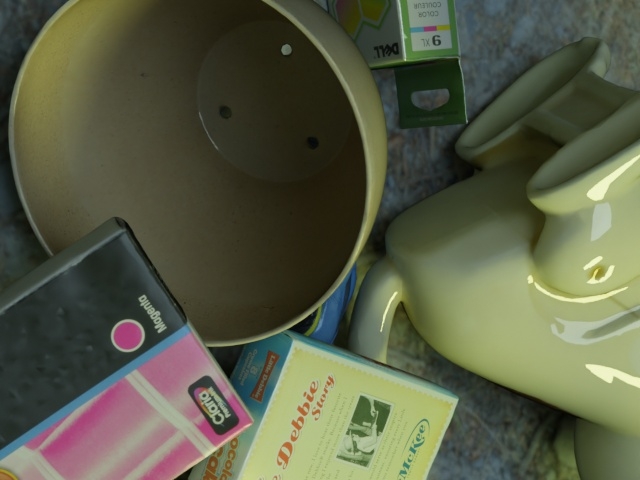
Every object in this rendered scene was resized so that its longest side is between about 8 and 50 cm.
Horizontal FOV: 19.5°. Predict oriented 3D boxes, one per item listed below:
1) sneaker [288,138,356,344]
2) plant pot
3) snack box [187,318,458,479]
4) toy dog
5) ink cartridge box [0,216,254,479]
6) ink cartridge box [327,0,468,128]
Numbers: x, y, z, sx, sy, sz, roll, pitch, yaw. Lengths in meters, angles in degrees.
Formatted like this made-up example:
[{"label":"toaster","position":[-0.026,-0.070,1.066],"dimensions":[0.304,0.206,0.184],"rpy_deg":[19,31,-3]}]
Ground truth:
[{"label":"sneaker","position":[0.000,0.000,1.555],"dimensions":[0.082,0.069,0.209],"rpy_deg":[42,55,-59]},{"label":"plant pot","position":[-0.065,-0.085,1.416],"dimensions":[0.191,0.284,0.284],"rpy_deg":[-42,114,-62]},{"label":"snack box","position":[-0.030,0.238,1.449],"dimensions":[0.187,0.060,0.322],"rpy_deg":[23,90,-40]},{"label":"toy dog","position":[0.265,0.092,1.587],"dimensions":[0.395,0.284,0.408],"rpy_deg":[-42,110,-11]},{"label":"ink cartridge box","position":[-0.247,0.158,1.324],"dimensions":[0.371,0.069,0.176],"rpy_deg":[-34,105,-3]},{"label":"ink cartridge box","position":[0.059,-0.196,1.558],"dimensions":[0.062,0.109,0.209],"rpy_deg":[-9,95,-30]}]
